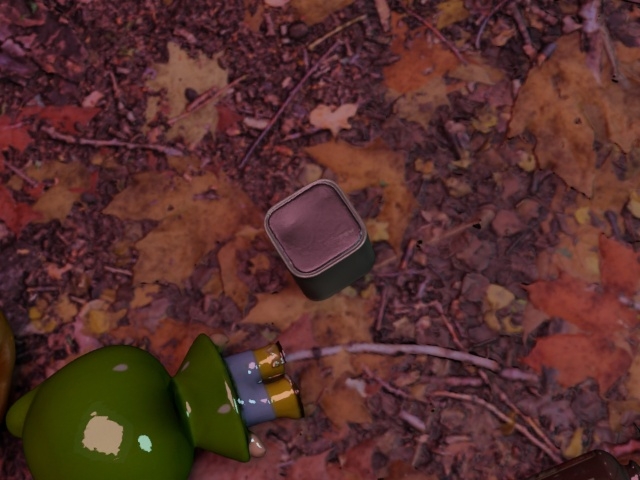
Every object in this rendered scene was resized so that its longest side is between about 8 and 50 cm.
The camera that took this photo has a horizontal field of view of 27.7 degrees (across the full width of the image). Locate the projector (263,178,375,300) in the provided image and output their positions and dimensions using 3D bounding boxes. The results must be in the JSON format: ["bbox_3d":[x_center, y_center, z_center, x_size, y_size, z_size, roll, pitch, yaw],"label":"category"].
[{"bbox_3d":[0.000,0.000,1.251,0.083,0.082,0.083,-31,70,-3],"label":"projector"}]

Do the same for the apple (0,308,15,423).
[{"bbox_3d":[-0.412,0.130,1.195,0.241,0.242,0.242,-4,72,6],"label":"apple"}]

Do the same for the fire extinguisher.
[{"bbox_3d":[0.219,0.217,1.144,0.252,0.075,0.106,-25,47,7],"label":"fire extinguisher"}]

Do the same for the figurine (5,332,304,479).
[{"bbox_3d":[-0.151,0.164,1.200,0.263,0.143,0.162,-18,76,-9],"label":"figurine"}]
